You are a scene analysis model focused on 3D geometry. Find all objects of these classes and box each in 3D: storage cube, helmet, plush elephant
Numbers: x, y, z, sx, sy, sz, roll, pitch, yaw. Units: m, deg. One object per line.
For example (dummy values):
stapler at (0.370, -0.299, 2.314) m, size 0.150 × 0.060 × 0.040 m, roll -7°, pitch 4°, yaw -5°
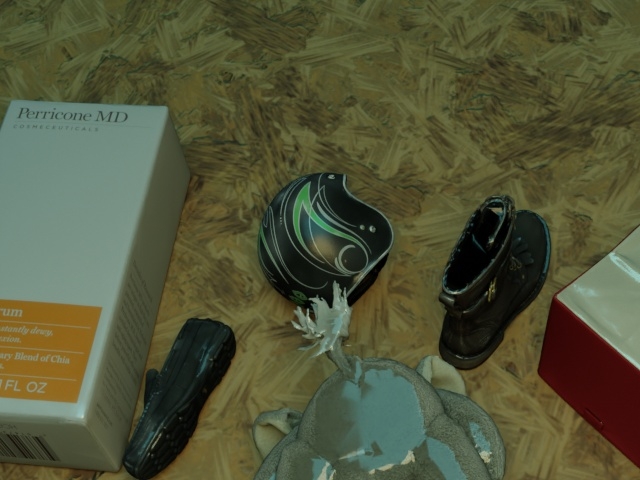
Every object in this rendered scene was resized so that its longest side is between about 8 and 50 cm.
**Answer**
storage cube at (0.379, 0.115, 1.189) m, size 0.183 × 0.193 × 0.215 m, roll -36°, pitch 61°, yaw -17°
helmet at (0.000, 0.000, 1.325) m, size 0.161 × 0.169 × 0.169 m, roll 41°, pitch 68°, yaw 9°
plush elephant at (0.061, 0.237, 1.129) m, size 0.272 × 0.255 × 0.330 m, roll -18°, pitch 64°, yaw 6°

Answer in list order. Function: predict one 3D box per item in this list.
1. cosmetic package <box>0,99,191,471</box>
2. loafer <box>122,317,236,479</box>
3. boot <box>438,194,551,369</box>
cosmetic package at (-0.328, 0.045, 1.331) m, size 0.230 × 0.161 × 0.453 m, roll 3°, pitch 57°, yaw 8°
loafer at (-0.181, 0.188, 1.276) m, size 0.078 × 0.076 × 0.223 m, roll 15°, pitch 55°, yaw 21°
boot at (0.213, 0.018, 1.247) m, size 0.091 × 0.229 × 0.263 m, roll 22°, pitch 62°, yaw 19°
